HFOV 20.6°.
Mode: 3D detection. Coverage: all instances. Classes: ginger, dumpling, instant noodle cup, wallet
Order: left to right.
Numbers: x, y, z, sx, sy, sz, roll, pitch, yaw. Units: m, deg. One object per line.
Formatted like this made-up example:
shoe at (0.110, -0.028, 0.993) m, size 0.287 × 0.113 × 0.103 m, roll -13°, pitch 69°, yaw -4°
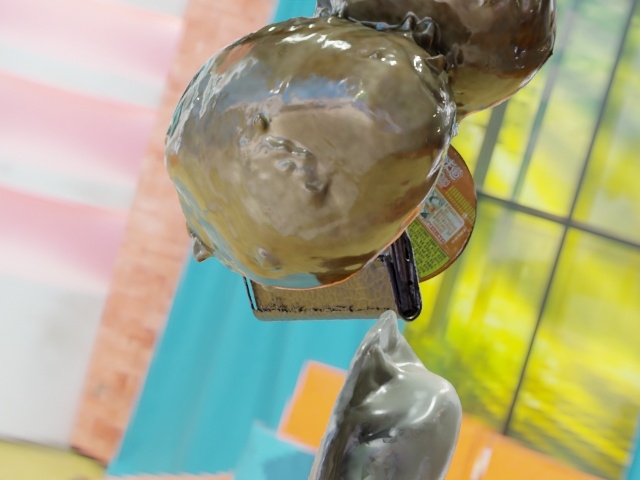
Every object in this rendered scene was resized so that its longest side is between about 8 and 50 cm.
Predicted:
wallet at (0.000, 0.000, 1.412) m, size 0.039 × 0.133 × 0.243 m, roll -6°, pitch 1°, yaw -27°
instant noodle cup at (0.052, -0.037, 1.867) m, size 0.168 × 0.168 × 0.185 m, roll 14°, pitch -3°, yaw -20°
dumpling at (0.038, 0.144, 1.195) m, size 0.092 × 0.176 × 0.150 m, roll 27°, pitch 3°, yaw 19°
ginger at (0.045, -0.105, 1.061) m, size 0.155 × 0.304 × 0.244 m, roll 48°, pitch -18°, yaw 0°
